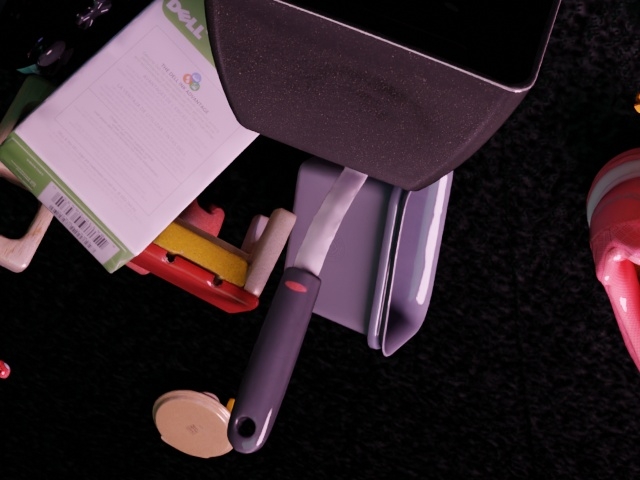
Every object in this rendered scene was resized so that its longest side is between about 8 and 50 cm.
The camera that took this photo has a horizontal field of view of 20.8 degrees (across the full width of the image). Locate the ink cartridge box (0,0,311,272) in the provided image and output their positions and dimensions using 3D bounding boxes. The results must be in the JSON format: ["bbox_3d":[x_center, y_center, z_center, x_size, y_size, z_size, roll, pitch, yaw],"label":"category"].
[{"bbox_3d":[-0.095,-0.090,1.118,0.109,0.209,0.062,46,156,-7],"label":"ink cartridge box"}]

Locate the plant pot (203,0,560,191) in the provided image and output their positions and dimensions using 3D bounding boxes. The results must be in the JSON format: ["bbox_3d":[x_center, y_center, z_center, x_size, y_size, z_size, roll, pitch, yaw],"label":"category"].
[{"bbox_3d":[0.037,-0.141,1.033,0.187,0.188,0.167,21,148,1],"label":"plant pot"}]

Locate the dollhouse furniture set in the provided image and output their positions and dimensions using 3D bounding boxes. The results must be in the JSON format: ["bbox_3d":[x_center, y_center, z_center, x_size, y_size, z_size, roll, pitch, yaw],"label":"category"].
[{"bbox_3d":[-0.231,-0.031,1.210,0.374,0.152,0.201,29,170,-13],"label":"dollhouse furniture set"}]

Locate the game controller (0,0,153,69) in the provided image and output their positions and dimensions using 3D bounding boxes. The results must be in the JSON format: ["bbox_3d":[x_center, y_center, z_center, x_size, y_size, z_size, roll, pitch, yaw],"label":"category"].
[{"bbox_3d":[-0.094,-0.223,1.006,0.067,0.166,0.319,54,136,16],"label":"game controller"}]

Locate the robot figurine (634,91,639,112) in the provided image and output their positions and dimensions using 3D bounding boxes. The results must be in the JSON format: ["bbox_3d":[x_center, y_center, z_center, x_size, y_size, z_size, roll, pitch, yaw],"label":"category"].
[{"bbox_3d":[0.344,-0.092,1.012,0.291,0.085,0.211,-20,123,36],"label":"robot figurine"}]

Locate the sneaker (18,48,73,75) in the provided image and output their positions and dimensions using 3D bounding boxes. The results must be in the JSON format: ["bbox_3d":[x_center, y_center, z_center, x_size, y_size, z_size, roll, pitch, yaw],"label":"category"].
[{"bbox_3d":[-0.235,-0.224,1.103,0.122,0.110,0.283,12,136,16],"label":"sneaker"}]

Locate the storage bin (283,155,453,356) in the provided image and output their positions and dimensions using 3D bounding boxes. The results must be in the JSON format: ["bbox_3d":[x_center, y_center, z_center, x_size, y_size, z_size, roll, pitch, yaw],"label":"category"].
[{"bbox_3d":[0.031,-0.003,1.224,0.091,0.098,0.135,18,114,21],"label":"storage bin"}]

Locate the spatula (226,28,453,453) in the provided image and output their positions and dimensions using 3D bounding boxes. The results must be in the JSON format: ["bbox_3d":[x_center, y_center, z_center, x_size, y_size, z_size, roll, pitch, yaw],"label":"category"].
[{"bbox_3d":[0.000,0.000,1.144,0.084,0.296,0.030,21,175,18],"label":"spatula"}]

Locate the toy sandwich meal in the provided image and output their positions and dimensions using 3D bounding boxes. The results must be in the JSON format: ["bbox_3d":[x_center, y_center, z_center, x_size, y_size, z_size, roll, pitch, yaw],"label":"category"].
[{"bbox_3d":[-0.104,0.152,1.483,0.086,0.029,0.085,11,131,13],"label":"toy sandwich meal"}]

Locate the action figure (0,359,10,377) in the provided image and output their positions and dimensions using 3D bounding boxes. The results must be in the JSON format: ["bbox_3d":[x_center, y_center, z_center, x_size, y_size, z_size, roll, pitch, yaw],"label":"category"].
[{"bbox_3d":[-0.306,0.082,1.494,0.038,0.030,0.115,-10,133,37],"label":"action figure"}]

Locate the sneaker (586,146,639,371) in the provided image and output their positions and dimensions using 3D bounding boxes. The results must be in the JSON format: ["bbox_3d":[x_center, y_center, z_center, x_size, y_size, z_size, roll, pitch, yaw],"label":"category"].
[{"bbox_3d":[0.262,0.095,1.146,0.116,0.136,0.314,-29,103,30],"label":"sneaker"}]
